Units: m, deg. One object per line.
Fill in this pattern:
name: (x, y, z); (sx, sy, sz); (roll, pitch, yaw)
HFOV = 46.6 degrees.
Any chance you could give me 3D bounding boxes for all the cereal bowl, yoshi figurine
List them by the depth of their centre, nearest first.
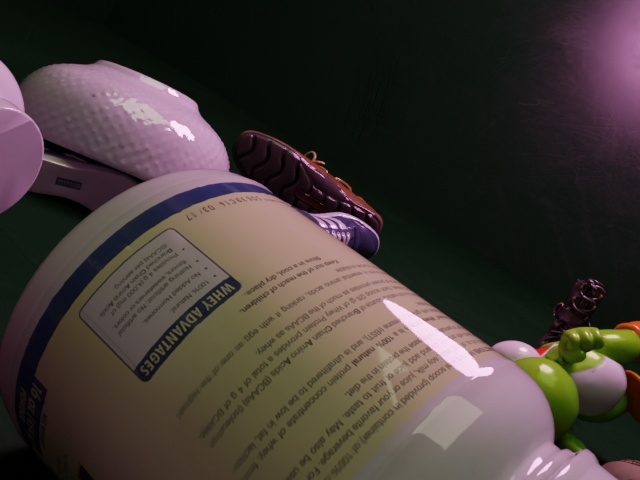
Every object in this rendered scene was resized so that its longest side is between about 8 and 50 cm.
yoshi figurine: (0.351, 0.207, 1.022); (0.362, 0.203, 0.203); (-2, 60, -24)
cereal bowl: (-0.287, -0.174, 1.120); (0.339, 0.141, 0.339); (22, 0, 0)

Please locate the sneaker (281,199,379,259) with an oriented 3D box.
sneaker: (0.000, 0.000, 1.319); (0.282, 0.099, 0.153); (16, 12, -24)

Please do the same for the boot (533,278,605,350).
boot: (0.402, 0.164, 1.256); (0.091, 0.229, 0.263); (32, 12, 12)

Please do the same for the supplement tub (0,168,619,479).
supplement tub: (-0.012, 0.125, 0.455); (0.325, 0.235, 0.235); (36, 14, 29)

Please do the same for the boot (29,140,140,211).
boot: (-0.327, -0.090, 1.016); (0.190, 0.069, 0.086); (21, 20, -32)

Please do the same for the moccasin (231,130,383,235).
moccasin: (-0.029, -0.123, 1.673); (0.380, 0.139, 0.147); (27, 11, -13)

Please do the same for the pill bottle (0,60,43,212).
pill bottle: (-0.435, -0.151, 0.758); (0.323, 0.181, 0.181); (34, 13, 23)

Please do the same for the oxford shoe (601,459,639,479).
oxford shoe: (0.334, 0.317, 0.743); (0.130, 0.123, 0.348); (22, 12, -7)
